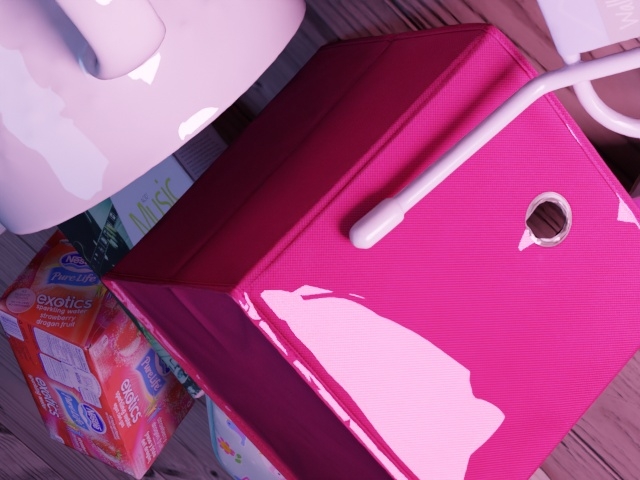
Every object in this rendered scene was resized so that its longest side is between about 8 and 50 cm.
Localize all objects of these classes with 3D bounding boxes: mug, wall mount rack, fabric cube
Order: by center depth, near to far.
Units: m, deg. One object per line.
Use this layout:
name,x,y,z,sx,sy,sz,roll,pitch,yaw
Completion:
wall mount rack,0.122,-0.146,0.996,0.304,0.130,0.350,-16,129,17
mug,-0.201,-0.205,1.144,0.328,0.276,0.374,52,175,-18
fabric cube,0.049,0.028,1.221,0.254,0.258,0.259,50,161,-19

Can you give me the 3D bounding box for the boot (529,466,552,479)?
boot,0.192,0.335,1.633,0.085,0.179,0.236,-8,128,50

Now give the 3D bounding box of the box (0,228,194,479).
box,-0.235,0.124,1.830,0.128,0.123,0.257,22,147,24

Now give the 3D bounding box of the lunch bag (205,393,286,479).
lunch bag,-0.012,0.172,1.684,0.224,0.108,0.279,31,148,20

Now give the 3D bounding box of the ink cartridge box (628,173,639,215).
ink cartridge box,0.393,0.007,1.096,0.371,0.069,0.176,-4,131,45

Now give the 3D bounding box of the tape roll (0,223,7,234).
tape roll,-0.374,-0.175,1.515,0.392,0.072,0.392,29,138,29

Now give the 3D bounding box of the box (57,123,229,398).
box,-0.152,-0.035,1.493,0.322,0.058,0.232,52,145,5
